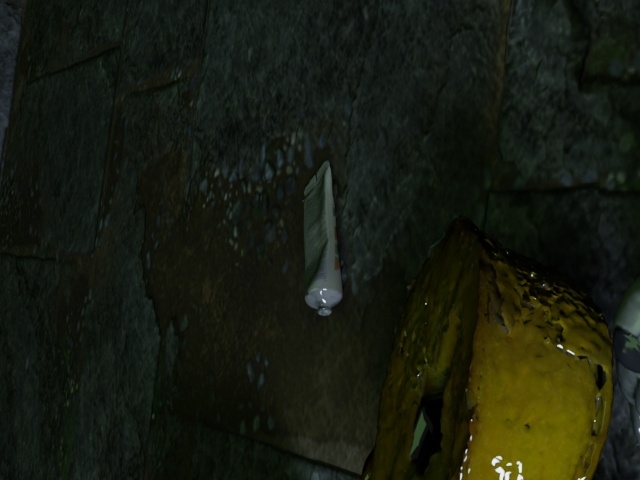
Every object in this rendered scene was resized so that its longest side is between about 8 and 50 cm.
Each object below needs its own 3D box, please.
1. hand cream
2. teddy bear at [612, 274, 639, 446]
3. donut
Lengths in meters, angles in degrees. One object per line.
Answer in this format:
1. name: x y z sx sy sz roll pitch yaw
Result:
1. hand cream: 0.000 0.000 1.212 0.057 0.037 0.165 -50 33 46
2. teddy bear: 0.232 0.029 0.639 0.171 0.144 0.250 31 113 46
3. donut: 0.106 0.128 0.843 0.272 0.107 0.272 -165 90 -82
